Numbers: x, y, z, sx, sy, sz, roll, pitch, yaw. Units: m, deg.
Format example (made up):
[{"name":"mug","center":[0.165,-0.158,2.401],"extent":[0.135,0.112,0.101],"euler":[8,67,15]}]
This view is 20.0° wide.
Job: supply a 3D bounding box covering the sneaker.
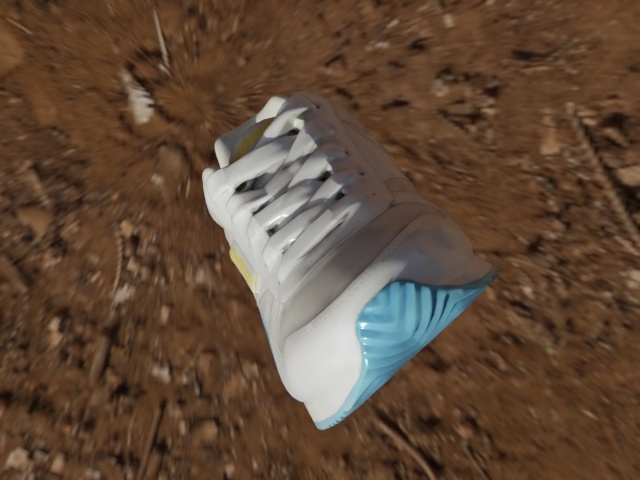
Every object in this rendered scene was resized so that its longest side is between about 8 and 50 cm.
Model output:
[{"name":"sneaker","center":[0.000,0.000,0.675],"extent":[0.087,0.229,0.092],"euler":[-41,101,1]}]
